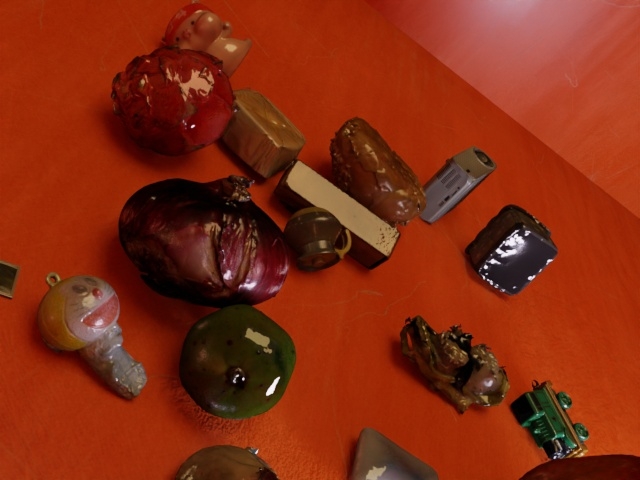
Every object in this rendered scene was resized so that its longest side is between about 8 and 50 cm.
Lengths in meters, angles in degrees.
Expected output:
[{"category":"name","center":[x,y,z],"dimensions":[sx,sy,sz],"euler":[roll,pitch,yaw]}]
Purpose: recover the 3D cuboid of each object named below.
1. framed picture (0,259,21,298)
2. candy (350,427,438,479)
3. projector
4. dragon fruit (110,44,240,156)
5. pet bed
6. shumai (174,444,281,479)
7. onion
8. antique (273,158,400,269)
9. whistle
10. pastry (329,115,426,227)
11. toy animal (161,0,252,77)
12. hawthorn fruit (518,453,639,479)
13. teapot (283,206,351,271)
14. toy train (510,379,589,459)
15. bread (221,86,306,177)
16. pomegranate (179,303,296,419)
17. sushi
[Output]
[{"category":"framed picture","center":[-0.496,0.048,1.068],"dimensions":[0.089,0.006,0.066],"euler":[25,36,-27]},{"category":"candy","center":[0.134,0.419,1.261],"dimensions":[0.174,0.071,0.138],"euler":[36,33,-11]},{"category":"projector","center":[0.391,-0.171,2.121],"dimensions":[0.108,0.198,0.250],"euler":[49,33,9]},{"category":"dragon fruit","center":[-0.300,-0.286,1.481],"dimensions":[0.241,0.241,0.252],"euler":[47,18,7]},{"category":"pet bed","center":[0.537,0.021,2.047],"dimensions":[0.183,0.211,0.159],"euler":[30,25,-19]},{"category":"shumai","center":[-0.105,0.369,1.015],"dimensions":[0.201,0.120,0.201],"euler":[29,37,-25]},{"category":"onion","center":[-0.196,-0.012,1.244],"dimensions":[0.314,0.232,0.314],"euler":[20,7,-3]},{"category":"antique","center":[0.033,-0.059,1.672],"dimensions":[0.310,0.093,0.087],"euler":[35,59,-12]},{"category":"whistle","center":[-0.328,0.136,1.060],"dimensions":[0.223,0.123,0.123],"euler":[55,31,-9]},{"category":"pastry","center":[0.134,-0.165,1.868],"dimensions":[0.311,0.162,0.255],"euler":[43,20,-19]},{"category":"toy animal","center":[-0.288,-0.495,1.800],"dimensions":[0.198,0.171,0.171],"euler":[36,32,-15]},{"category":"hawthorn fruit","center":[0.526,0.548,1.251],"dimensions":[0.403,0.403,0.402],"euler":[28,35,-22]},{"category":"teapot","center":[0.000,0.000,1.560],"dimensions":[0.166,0.130,0.119],"euler":[6,61,-36]},{"category":"toy train","center":[0.534,0.428,1.680],"dimensions":[0.136,0.091,0.227],"euler":[5,48,-31]},{"category":"bread","center":[-0.146,-0.253,1.715],"dimensions":[0.210,0.110,0.192],"euler":[46,26,4]},{"category":"pomegranate","center":[-0.132,0.189,1.167],"dimensions":[0.187,0.187,0.225],"euler":[41,5,-4]},{"category":"sushi","center":[0.299,0.275,1.565],"dimensions":[0.291,0.131,0.139],"euler":[37,30,-24]}]
